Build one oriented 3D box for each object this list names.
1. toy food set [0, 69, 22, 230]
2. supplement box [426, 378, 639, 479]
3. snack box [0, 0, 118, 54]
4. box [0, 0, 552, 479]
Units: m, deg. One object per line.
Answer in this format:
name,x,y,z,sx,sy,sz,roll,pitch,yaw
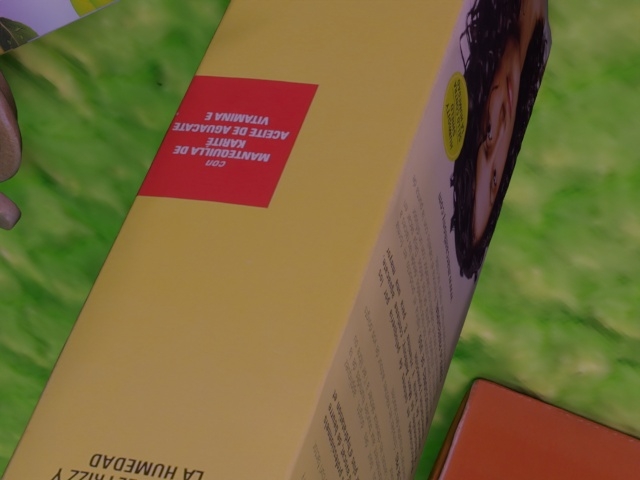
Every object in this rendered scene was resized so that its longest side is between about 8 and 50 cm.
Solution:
toy food set,-0.145,-0.053,0.525,0.132,0.038,0.192,31,158,6
supplement box,0.056,0.151,0.697,0.078,0.080,0.233,21,141,3
snack box,-0.111,-0.115,0.486,0.100,0.037,0.141,-18,128,40
box,0.000,0.000,0.410,0.058,0.232,0.087,8,142,18
